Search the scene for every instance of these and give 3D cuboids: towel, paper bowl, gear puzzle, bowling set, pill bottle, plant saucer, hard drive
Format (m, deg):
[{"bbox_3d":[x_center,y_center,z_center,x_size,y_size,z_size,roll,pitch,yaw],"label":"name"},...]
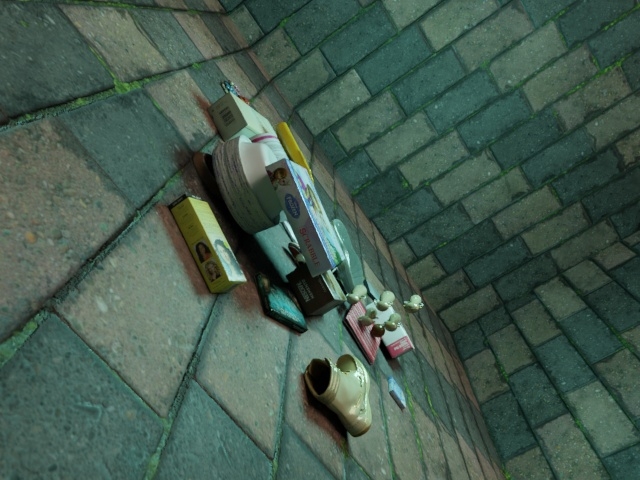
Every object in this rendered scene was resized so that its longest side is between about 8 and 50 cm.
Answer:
[{"bbox_3d":[0.163,0.342,1.990,0.199,0.031,0.275,59,15,-1],"label":"towel"},{"bbox_3d":[-0.191,-0.172,1.536,0.284,0.147,0.285,-20,90,-82],"label":"paper bowl"},{"bbox_3d":[-0.313,-0.573,2.326,0.339,0.044,0.175,54,14,-15],"label":"gear puzzle"},{"bbox_3d":[0.234,0.290,1.941,0.154,0.286,0.200,-32,126,-68],"label":"bowling set"},{"bbox_3d":[-0.164,-0.217,1.805,0.283,0.160,0.160,61,14,16],"label":"pill bottle"},{"bbox_3d":[-0.308,-0.194,1.527,0.168,0.029,0.168,52,14,-19],"label":"plant saucer"},{"bbox_3d":[0.258,0.260,2.527,0.135,0.022,0.094,48,16,-35],"label":"hard drive"}]

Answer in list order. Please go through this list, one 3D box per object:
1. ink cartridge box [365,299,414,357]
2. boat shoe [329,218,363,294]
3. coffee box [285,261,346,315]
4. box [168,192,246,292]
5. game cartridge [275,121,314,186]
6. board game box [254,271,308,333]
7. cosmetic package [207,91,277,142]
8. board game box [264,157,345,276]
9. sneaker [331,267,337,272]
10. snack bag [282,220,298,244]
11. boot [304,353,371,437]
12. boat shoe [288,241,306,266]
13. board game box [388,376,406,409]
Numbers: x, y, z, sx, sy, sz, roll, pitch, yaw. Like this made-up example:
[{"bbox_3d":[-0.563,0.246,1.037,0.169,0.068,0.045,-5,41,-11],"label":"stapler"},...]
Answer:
[{"bbox_3d":[0.294,0.371,2.197,0.237,0.100,0.172,62,5,18],"label":"ink cartridge box"},{"bbox_3d":[0.084,0.076,2.121,0.118,0.103,0.321,-23,92,-60],"label":"boat shoe"},{"bbox_3d":[-0.008,0.148,1.614,0.141,0.098,0.246,60,6,13],"label":"coffee box"},{"bbox_3d":[-0.258,0.006,1.188,0.232,0.058,0.087,60,14,13],"label":"box"},{"bbox_3d":[-0.084,-0.244,1.967,0.286,0.052,0.324,81,-15,-50],"label":"game cartridge"},{"bbox_3d":[-0.106,0.173,1.419,0.186,0.026,0.126,40,22,-52],"label":"board game box"},{"bbox_3d":[-0.277,-0.420,1.968,0.160,0.113,0.309,61,15,14],"label":"cosmetic package"},{"bbox_3d":[-0.034,-0.067,1.502,0.318,0.065,0.319,-21,88,-81],"label":"board game box"},{"bbox_3d":[0.006,0.079,1.938,0.110,0.107,0.275,39,8,7],"label":"sneaker"},{"bbox_3d":[-0.109,-0.108,2.024,0.343,0.037,0.323,60,13,10],"label":"snack bag"},{"bbox_3d":[0.043,0.363,1.384,0.203,0.095,0.262,49,20,-28],"label":"boot"},{"bbox_3d":[-0.069,0.063,1.768,0.137,0.049,0.043,51,54,-27],"label":"boat shoe"},{"bbox_3d":[0.284,0.567,1.933,0.090,0.020,0.090,55,15,-12],"label":"board game box"}]
